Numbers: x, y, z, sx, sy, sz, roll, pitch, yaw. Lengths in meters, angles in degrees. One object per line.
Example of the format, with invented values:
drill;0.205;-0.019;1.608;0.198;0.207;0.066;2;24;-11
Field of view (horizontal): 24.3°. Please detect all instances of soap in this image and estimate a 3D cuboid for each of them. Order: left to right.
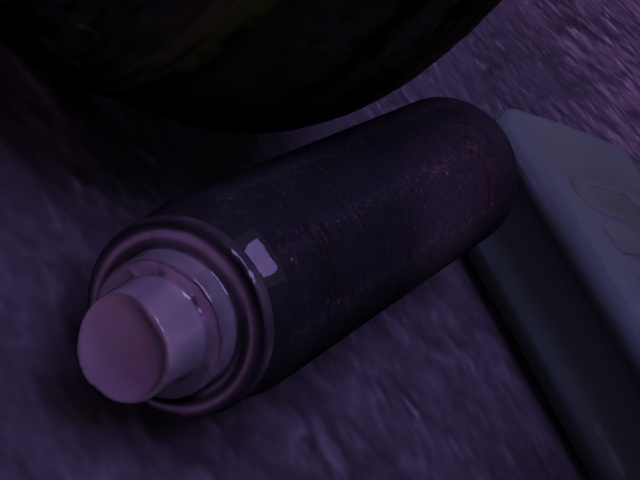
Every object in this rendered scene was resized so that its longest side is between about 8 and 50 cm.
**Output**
soap;0.146;0.036;0.727;0.119;0.066;0.198;11;42;-44

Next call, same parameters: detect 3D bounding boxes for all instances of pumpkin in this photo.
pumpkin;-0.050;-0.196;0.591;0.323;0.241;0.323;35;28;-22

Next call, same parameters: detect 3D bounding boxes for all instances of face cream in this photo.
face cream;0.000;0.000;0.571;0.073;0.073;0.283;48;28;7
